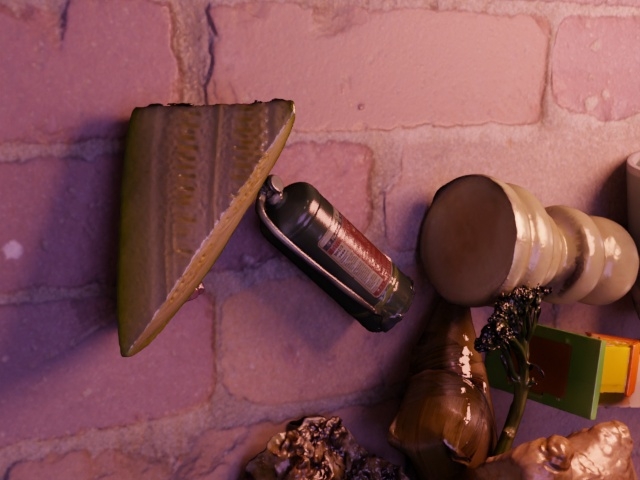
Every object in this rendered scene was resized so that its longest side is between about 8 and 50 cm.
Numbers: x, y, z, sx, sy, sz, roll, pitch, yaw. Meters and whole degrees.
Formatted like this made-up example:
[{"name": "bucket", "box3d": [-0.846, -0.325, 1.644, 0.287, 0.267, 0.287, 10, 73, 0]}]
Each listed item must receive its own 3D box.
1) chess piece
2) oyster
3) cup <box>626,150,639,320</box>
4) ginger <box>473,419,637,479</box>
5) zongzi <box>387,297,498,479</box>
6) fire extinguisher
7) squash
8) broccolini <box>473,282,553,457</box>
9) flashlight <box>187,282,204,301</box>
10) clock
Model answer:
[{"name": "chess piece", "box3d": [0.316, 0.017, 1.554, 0.330, 0.182, 0.182, 9, 94, -39]}, {"name": "oyster", "box3d": [-0.013, 0.343, 1.452, 0.214, 0.083, 0.223, 40, 84, -28]}, {"name": "cup", "box3d": [0.569, 0.022, 1.620, 0.357, 0.259, 0.274, -28, 117, -52]}, {"name": "ginger", "box3d": [0.303, 0.318, 1.423, 0.276, 0.130, 0.221, -29, 132, -21]}, {"name": "zongzi", "box3d": [0.200, 0.230, 1.565, 0.260, 0.123, 0.289, 63, 34, -43]}, {"name": "fire extinguisher", "box3d": [0.000, 0.000, 1.388, 0.294, 0.093, 0.118, 43, 40, -29]}, {"name": "squash", "box3d": [-0.124, -0.012, 1.273, 0.203, 0.111, 0.288, -2, 84, 3]}, {"name": "broccolini", "box3d": [0.233, 0.188, 1.413, 0.123, 0.062, 0.271, -4, 109, -34]}, {"name": "flashlight", "box3d": [-0.189, 0.070, 1.322, 0.110, 0.052, 0.031, -23, 70, -33]}, {"name": "clock", "box3d": [0.406, 0.180, 1.595, 0.255, 0.220, 0.106, 5, 94, -33]}]
